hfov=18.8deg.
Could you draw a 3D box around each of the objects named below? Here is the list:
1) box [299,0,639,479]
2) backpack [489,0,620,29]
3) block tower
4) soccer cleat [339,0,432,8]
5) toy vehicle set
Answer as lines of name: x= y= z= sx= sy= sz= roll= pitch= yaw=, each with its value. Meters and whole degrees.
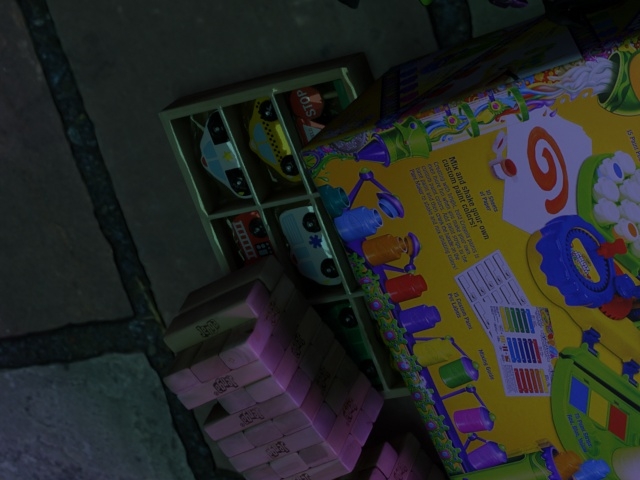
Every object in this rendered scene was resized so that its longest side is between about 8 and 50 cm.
box: x=0.189 y=0.000 z=1.307 sx=0.279 sy=0.177 sz=0.290 roll=-16 pitch=106 yaw=30
backpack: x=0.195 y=-0.268 z=1.146 sx=0.253 sy=0.225 sz=0.191 roll=-29 pitch=71 yaw=26
block tower: x=0.013 y=0.174 z=1.487 sx=0.097 sy=0.091 sz=0.335 roll=-25 pitch=113 yaw=35
soccer cleat: x=0.002 y=-0.204 z=1.364 sx=0.179 sy=0.060 sz=0.072 roll=10 pitch=119 yaw=17
toy vehicle set: x=0.000 y=0.000 z=1.477 sx=0.166 sy=0.035 sz=0.267 roll=-13 pitch=108 yaw=28
